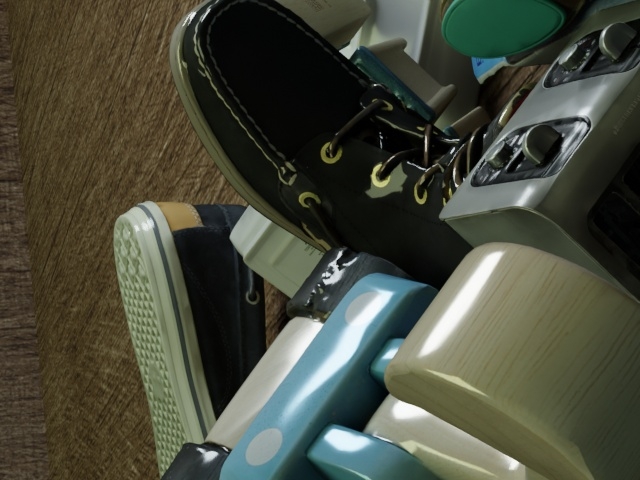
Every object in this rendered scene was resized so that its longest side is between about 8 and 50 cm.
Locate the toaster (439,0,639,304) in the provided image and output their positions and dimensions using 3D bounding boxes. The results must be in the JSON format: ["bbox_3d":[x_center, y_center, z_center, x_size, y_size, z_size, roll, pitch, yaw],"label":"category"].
[{"bbox_3d":[0.186,-0.019,0.984,0.168,0.185,0.110,-51,12,-18],"label":"toaster"}]

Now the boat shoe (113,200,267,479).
[{"bbox_3d":[-0.093,0.194,1.902,0.187,0.156,0.500,3,105,66],"label":"boat shoe"}]

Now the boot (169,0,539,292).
[{"bbox_3d":[0.078,-0.049,1.203,0.377,0.138,0.284,51,155,-6],"label":"boot"}]

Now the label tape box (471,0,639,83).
[{"bbox_3d":[0.193,-0.248,1.094,0.347,0.115,0.249,158,110,-72],"label":"label tape box"}]

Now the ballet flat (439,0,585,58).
[{"bbox_3d":[0.131,-0.165,1.040,0.206,0.073,0.067,-29,40,67],"label":"ballet flat"}]

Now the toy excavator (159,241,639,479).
[{"bbox_3d":[0.092,0.137,1.043,0.445,0.433,0.222,12,59,49],"label":"toy excavator"}]

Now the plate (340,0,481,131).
[{"bbox_3d":[0.024,-0.195,1.504,0.278,0.045,0.277,30,124,36],"label":"plate"}]

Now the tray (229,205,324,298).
[{"bbox_3d":[0.000,0.000,1.644,0.030,0.145,0.270,-55,3,-27],"label":"tray"}]

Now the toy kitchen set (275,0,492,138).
[{"bbox_3d":[0.011,-0.077,1.425,0.207,0.122,0.166,43,125,9],"label":"toy kitchen set"}]
